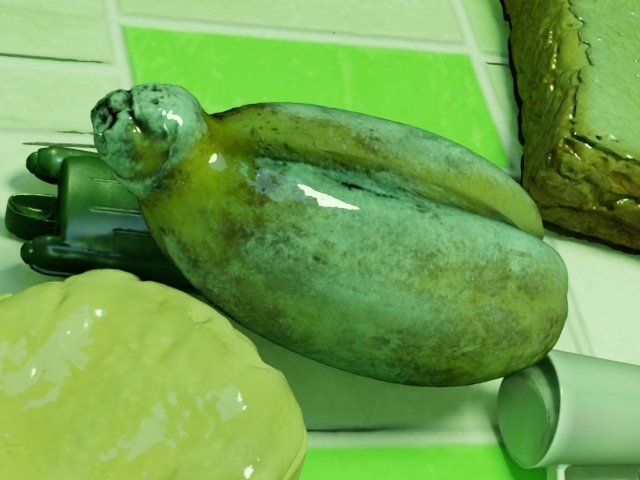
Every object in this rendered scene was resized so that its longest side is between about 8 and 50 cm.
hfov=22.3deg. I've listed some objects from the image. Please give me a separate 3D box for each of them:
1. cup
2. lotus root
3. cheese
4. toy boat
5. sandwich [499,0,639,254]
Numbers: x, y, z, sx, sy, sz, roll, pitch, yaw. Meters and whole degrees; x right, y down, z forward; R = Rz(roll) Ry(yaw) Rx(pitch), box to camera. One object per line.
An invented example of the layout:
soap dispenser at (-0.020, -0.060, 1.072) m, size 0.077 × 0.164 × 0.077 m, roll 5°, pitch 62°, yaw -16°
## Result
cup at (0.175, 0.123, 1.027) m, size 0.116 × 0.074 × 0.104 m, roll 8°, pitch 72°, yaw -23°
lotus root at (0.000, 0.000, 0.955) m, size 0.322 × 0.140 × 0.158 m, roll 17°, pitch 38°, yaw -27°
cheese at (-0.129, 0.117, 0.864) m, size 0.214 × 0.117 × 0.226 m, roll 37°, pitch 51°, yaw 19°
toy boat at (-0.093, -0.007, 1.029) m, size 0.210 × 0.052 × 0.104 m, roll 9°, pitch 46°, yaw -18°
sandwich at (0.265, -0.101, 1.238) m, size 0.249 × 0.095 × 0.273 m, roll 16°, pitch 46°, yaw -15°
